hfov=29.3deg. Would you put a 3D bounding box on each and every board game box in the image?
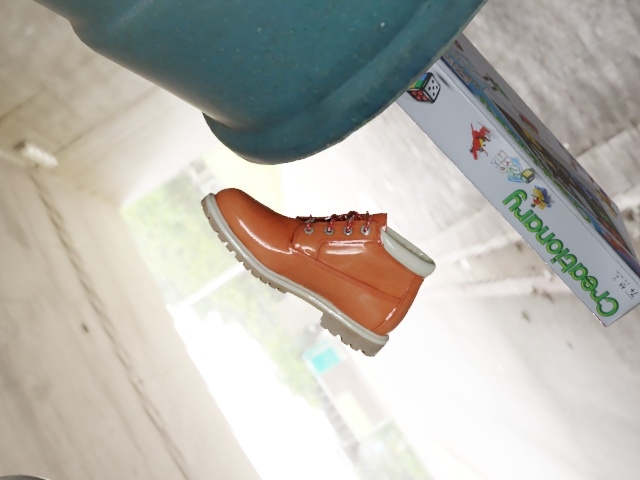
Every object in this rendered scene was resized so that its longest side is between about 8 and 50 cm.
[{"bbox_3d":[0.162,-0.083,1.072,0.305,0.053,0.193,45,-160,-14],"label":"board game box"}]

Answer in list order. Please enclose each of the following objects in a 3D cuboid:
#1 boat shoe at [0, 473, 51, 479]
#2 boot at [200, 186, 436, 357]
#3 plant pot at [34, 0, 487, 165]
[{"bbox_3d":[-0.277,0.231,0.679,0.127,0.340,0.158,47,177,-37],"label":"boat shoe"},{"bbox_3d":[0.000,0.000,0.802,0.158,0.084,0.059,35,-162,-16],"label":"boot"},{"bbox_3d":[-0.103,-0.246,0.443,0.334,0.341,0.341,22,-166,-26],"label":"plant pot"}]
